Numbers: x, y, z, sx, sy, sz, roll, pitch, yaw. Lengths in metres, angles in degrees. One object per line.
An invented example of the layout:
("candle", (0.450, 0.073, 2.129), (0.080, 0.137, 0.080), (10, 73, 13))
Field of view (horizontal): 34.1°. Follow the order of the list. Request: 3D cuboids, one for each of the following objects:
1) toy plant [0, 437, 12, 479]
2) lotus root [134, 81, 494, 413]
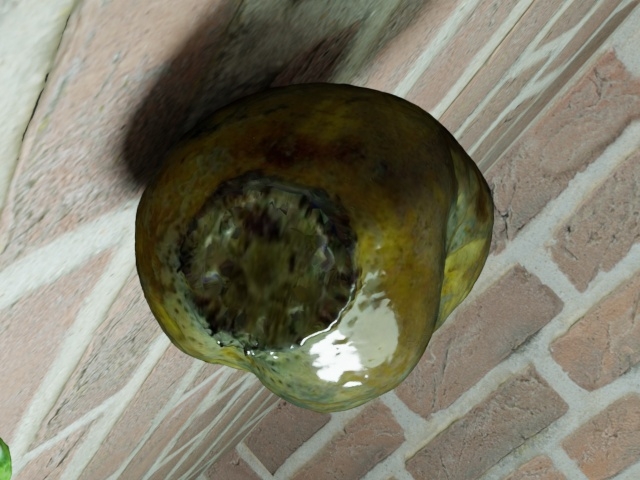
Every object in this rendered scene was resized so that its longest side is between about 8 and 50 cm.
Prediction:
("toy plant", (-0.349, 0.289, 0.891), (0.224, 0.184, 0.316), (-51, 171, -41))
("lotus root", (0.000, 0.000, 0.767), (0.250, 0.250, 0.346), (-44, 174, 10))
